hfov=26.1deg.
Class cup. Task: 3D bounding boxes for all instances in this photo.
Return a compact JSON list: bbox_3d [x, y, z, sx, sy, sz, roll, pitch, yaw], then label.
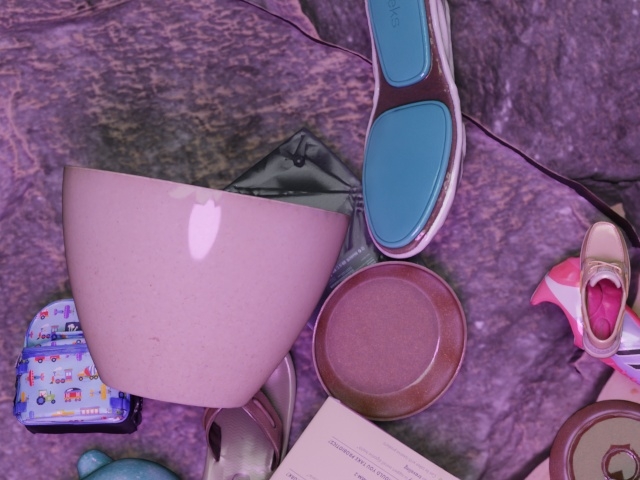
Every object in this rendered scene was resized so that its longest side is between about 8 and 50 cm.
[{"bbox_3d":[-0.146,0.059,1.572,0.331,0.331,0.237,9,89,6],"label":"cup"}]

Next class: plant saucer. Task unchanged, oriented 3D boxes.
[{"bbox_3d":[0.081,0.120,1.683,0.198,0.036,0.199,-2,99,-16],"label":"plant saucer"},{"bbox_3d":[0.361,0.273,1.662,0.168,0.029,0.169,-1,74,3],"label":"plant saucer"}]

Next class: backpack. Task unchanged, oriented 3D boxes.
[{"bbox_3d":[-0.295,0.146,1.695,0.158,0.117,0.173,0,72,3],"label":"backpack"}]

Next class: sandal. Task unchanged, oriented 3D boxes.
[{"bbox_3d":[-0.091,0.231,1.671,0.120,0.086,0.303,-1,74,3],"label":"sandal"}]

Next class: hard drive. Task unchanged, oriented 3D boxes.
[{"bbox_3d":[0.000,0.000,1.747,0.172,0.054,0.255,-38,76,-7],"label":"hard drive"}]

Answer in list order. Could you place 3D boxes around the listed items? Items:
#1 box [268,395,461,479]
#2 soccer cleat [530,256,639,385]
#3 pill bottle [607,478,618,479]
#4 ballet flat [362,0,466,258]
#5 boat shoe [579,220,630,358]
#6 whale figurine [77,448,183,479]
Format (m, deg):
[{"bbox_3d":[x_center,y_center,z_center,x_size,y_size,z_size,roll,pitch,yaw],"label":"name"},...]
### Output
[{"bbox_3d":[0.037,0.343,1.580,0.213,0.117,0.243,28,76,35],"label":"box"},{"bbox_3d":[0.366,0.125,1.683,0.095,0.083,0.248,-44,75,7],"label":"soccer cleat"},{"bbox_3d":[0.421,0.350,1.571,0.221,0.124,0.124,18,76,-2],"label":"pill bottle"},{"bbox_3d":[0.129,-0.164,1.745,0.139,0.139,0.400,-2,74,3],"label":"ballet flat"},{"bbox_3d":[0.338,0.052,1.633,0.063,0.059,0.170,0,71,8],"label":"boat shoe"},{"bbox_3d":[-0.279,0.345,1.620,0.272,0.141,0.216,-6,66,11],"label":"whale figurine"}]
